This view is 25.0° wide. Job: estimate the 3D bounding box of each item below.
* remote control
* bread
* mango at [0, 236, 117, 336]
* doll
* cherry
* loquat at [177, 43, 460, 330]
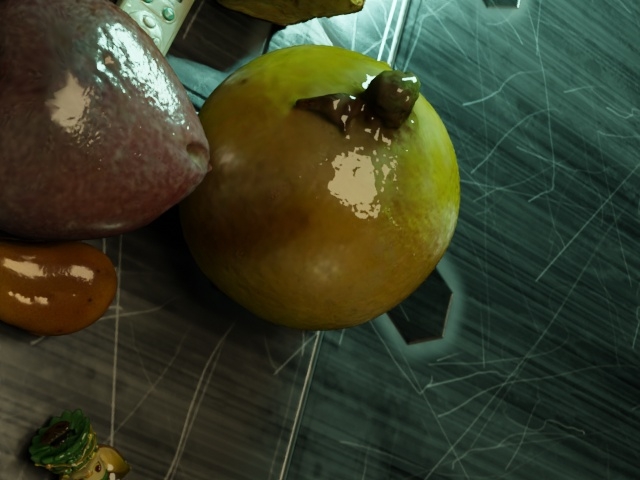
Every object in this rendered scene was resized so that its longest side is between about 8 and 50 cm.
[{"bbox_3d":[-0.202,-0.262,1.679,0.078,0.042,0.221,37,60,-27],"label":"remote control"},{"bbox_3d":[-0.037,-0.349,1.763,0.158,0.143,0.149,6,78,-42],"label":"bread"},{"bbox_3d":[-0.296,0.047,1.526,0.159,0.084,0.105,10,92,-17],"label":"mango"},{"bbox_3d":[-0.262,0.232,1.543,0.078,0.077,0.113,-39,139,-11],"label":"doll"},{"bbox_3d":[-0.257,-0.123,1.487,0.307,0.221,0.261,19,78,-23],"label":"cherry"},{"bbox_3d":[0.009,-0.076,1.624,0.328,0.359,0.328,16,50,-20],"label":"loquat"}]
